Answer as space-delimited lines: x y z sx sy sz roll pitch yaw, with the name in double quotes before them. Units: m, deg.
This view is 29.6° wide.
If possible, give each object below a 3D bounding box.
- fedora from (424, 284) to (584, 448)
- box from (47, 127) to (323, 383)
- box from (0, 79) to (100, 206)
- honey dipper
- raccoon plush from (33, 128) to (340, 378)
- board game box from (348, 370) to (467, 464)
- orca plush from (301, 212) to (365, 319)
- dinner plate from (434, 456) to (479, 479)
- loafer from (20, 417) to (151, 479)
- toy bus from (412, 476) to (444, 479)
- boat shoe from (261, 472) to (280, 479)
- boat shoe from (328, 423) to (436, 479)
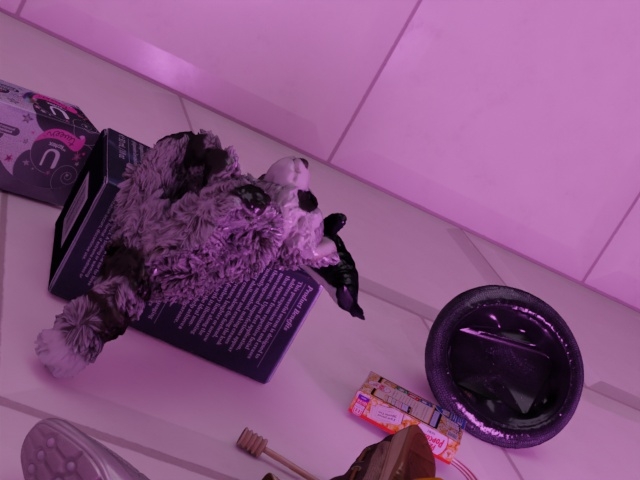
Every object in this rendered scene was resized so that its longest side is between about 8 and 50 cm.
"fedora" 0.338 0.247 2.356 0.334 0.334 0.152 27 -15 -12
"box" -0.226 0.021 2.017 0.395 0.212 0.293 26 15 -19
"box" -0.548 -0.185 2.163 0.247 0.163 0.142 17 18 -38
"honey dipper" -0.046 0.321 1.741 0.160 0.030 0.030 32 15 -5
"raccoon plush" -0.185 0.037 1.755 0.216 0.446 0.299 53 6 36
"board game box" 0.153 0.302 2.088 0.193 0.045 0.147 28 11 7
"orca plush" 0.000 0.000 1.904 0.151 0.102 0.287 23 18 -26
"dinner plate" 0.207 0.385 2.022 0.141 0.017 0.141 28 16 -9
"loafer" -0.205 0.317 1.324 0.319 0.112 0.111 44 14 20
"toy bus" 0.101 0.396 1.447 0.130 0.108 0.332 -12 9 33
"boat shoe" -0.049 0.361 1.577 0.045 0.050 0.135 25 26 -29
"boat shoe" 0.057 0.371 1.642 0.123 0.123 0.342 66 26 -18
